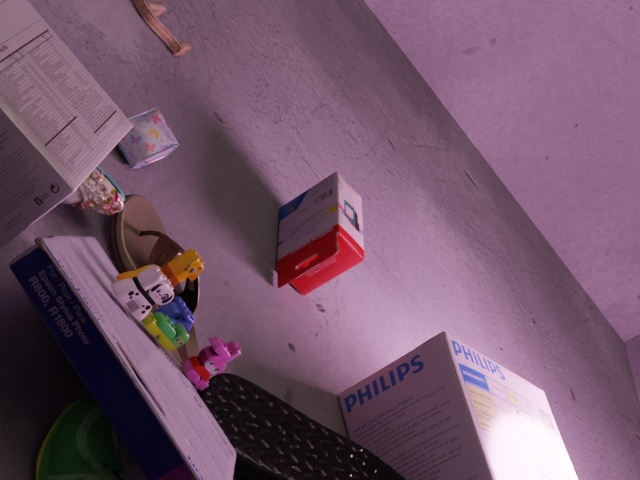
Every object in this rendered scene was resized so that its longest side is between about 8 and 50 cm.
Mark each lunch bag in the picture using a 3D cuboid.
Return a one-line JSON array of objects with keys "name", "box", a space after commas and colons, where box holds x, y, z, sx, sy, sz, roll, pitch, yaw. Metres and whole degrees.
[{"name": "lunch bag", "box": [-0.265, -0.149, 1.531, 0.083, 0.053, 0.071, -31, 89, -42]}]

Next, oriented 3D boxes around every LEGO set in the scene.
[{"name": "LEGO set", "box": [-0.163, 0.071, 1.217, 0.087, 0.093, 0.227, 54, -4, 39]}]

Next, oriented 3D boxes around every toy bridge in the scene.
[{"name": "toy bridge", "box": [-0.300, -0.412, 1.836, 0.188, 0.026, 0.063, 58, 23, 2]}]

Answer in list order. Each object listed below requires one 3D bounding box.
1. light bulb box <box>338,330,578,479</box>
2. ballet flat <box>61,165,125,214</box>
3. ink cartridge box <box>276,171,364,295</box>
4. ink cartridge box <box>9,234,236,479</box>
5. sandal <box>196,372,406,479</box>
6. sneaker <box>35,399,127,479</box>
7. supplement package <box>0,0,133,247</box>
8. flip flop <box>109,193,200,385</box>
[{"name": "light bulb box", "box": [0.249, 0.395, 1.651, 0.358, 0.225, 0.361, 32, 33, -45]}, {"name": "ballet flat", "box": [-0.351, -0.103, 1.285, 0.241, 0.091, 0.077, 46, 55, -16]}, {"name": "ink cartridge box", "box": [0.000, 0.000, 1.774, 0.078, 0.134, 0.231, 45, 26, -29]}, {"name": "ink cartridge box", "box": [-0.204, 0.144, 1.097, 0.324, 0.071, 0.330, 57, -2, -2]}, {"name": "sandal", "box": [-0.001, 0.340, 1.390, 0.445, 0.107, 0.168, 38, 33, -11]}, {"name": "sneaker", "box": [-0.206, 0.276, 1.000, 0.109, 0.123, 0.296, 40, 25, -37]}, {"name": "supplement package", "box": [-0.378, -0.138, 1.089, 0.263, 0.199, 0.198, 51, 23, -16]}, {"name": "flip flop", "box": [-0.199, 0.058, 1.359, 0.112, 0.080, 0.277, 22, 41, -55]}]
